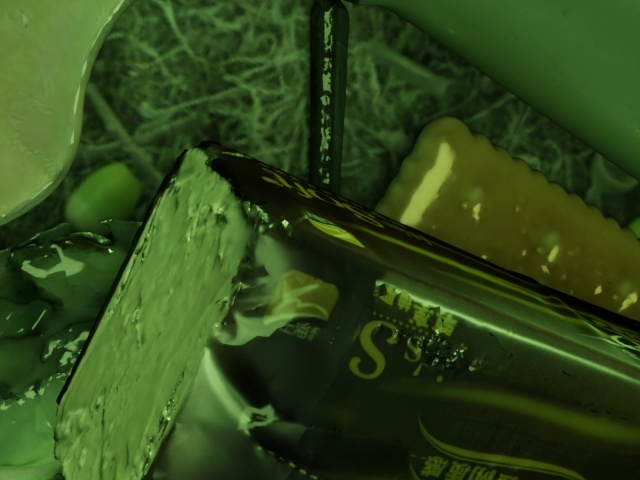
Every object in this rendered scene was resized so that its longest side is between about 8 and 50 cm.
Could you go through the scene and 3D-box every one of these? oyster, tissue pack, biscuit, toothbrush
[{"bbox_3d":[-0.161,0.087,1.055,0.199,0.087,0.252,33,92,-14],"label":"oyster"},{"bbox_3d":[0.065,0.113,0.997,0.370,0.198,0.210,21,97,-21],"label":"tissue pack"},{"bbox_3d":[0.130,0.046,1.122,0.249,0.030,0.160,32,90,-21],"label":"biscuit"},{"bbox_3d":[0.000,0.000,1.104,0.030,0.030,0.297,2,100,-2],"label":"toothbrush"}]

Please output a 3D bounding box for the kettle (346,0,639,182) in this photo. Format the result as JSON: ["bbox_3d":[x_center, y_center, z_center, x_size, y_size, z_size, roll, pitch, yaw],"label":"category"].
[{"bbox_3d":[0.197,-0.172,1.022,0.318,0.205,0.265,31,109,-12],"label":"kettle"}]

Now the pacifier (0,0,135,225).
[{"bbox_3d":[-0.200,-0.157,0.947,0.220,0.273,0.332,29,93,-35],"label":"pacifier"}]
